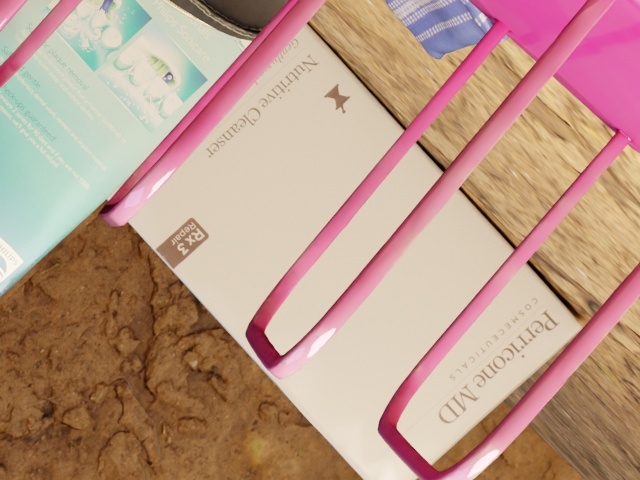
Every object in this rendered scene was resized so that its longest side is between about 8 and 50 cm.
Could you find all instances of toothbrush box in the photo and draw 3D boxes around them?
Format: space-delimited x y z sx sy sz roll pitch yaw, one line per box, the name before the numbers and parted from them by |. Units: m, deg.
toothbrush box | -0.148 -0.120 1.220 0.126 0.295 0.216 47 177 -16

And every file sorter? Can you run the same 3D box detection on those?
file sorter | -0.014 -0.073 0.678 0.291 0.182 0.202 41 178 -6

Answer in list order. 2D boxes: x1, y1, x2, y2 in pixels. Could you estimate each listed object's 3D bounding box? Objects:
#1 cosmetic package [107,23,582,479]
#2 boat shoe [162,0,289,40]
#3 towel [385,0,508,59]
cosmetic package | 0.000 0.000 1.557 0.385 0.217 0.156 46 177 3
boat shoe | -0.082 -0.179 0.988 0.233 0.084 0.079 49 179 -37
towel | -0.039 -0.212 0.900 0.336 0.040 0.243 47 178 -6
